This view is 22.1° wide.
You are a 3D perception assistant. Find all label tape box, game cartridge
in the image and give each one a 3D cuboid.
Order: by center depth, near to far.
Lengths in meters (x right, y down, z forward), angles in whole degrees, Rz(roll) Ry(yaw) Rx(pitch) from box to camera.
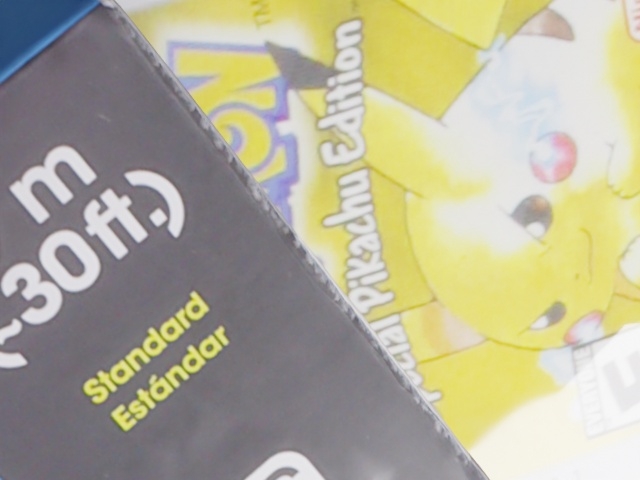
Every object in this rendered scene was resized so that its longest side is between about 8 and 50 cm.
[{"bbox_3d":[-0.117,0.056,0.376,0.241,0.106,0.333,-40,113,-5],"label":"label tape box"},{"bbox_3d":[0.000,0.000,0.480,0.324,0.053,0.285,-18,109,-16],"label":"game cartridge"}]
